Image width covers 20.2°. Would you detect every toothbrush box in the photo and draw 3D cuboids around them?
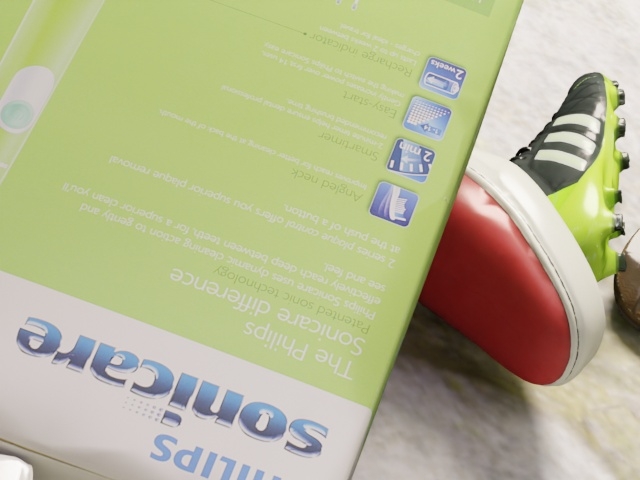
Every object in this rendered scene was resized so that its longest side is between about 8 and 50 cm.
[{"bbox_3d":[-0.057,-0.012,0.724,0.206,0.122,0.283,19,58,4],"label":"toothbrush box"}]

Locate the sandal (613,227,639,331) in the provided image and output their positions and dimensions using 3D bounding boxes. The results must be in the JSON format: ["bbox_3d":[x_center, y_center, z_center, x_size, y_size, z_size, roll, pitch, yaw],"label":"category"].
[{"bbox_3d":[0.237,-0.004,0.966,0.090,0.060,0.219,37,57,25],"label":"sandal"}]

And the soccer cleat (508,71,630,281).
[{"bbox_3d":[0.125,-0.037,0.948,0.072,0.060,0.179,-2,32,13],"label":"soccer cleat"}]

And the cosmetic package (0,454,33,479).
[{"bbox_3d":[-0.221,0.117,0.589,0.231,0.117,0.085,12,42,-13],"label":"cosmetic package"}]

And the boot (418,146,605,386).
[{"bbox_3d":[0.000,0.000,0.838,0.176,0.088,0.244,-22,53,-34],"label":"boot"}]
